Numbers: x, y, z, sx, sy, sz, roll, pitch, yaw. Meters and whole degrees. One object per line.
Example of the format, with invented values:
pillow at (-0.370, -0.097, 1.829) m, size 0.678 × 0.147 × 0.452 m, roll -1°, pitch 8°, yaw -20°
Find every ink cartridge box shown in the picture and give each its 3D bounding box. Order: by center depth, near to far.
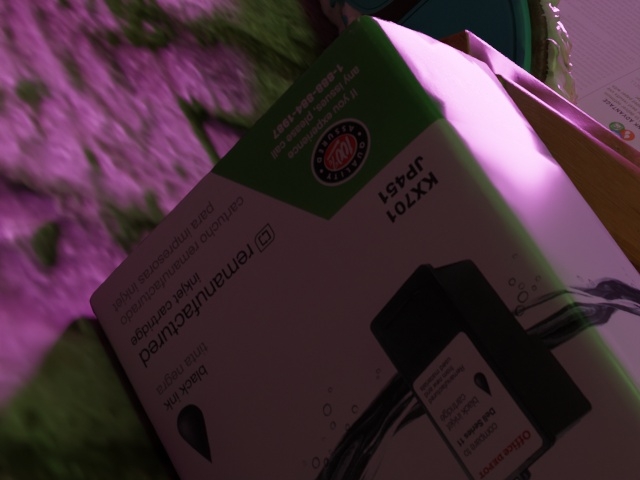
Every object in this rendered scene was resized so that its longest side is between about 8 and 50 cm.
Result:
ink cartridge box at (0.036, 0.057, 0.483) m, size 0.087 × 0.153 × 0.208 m, roll 14°, pitch 38°, yaw -54°
ink cartridge box at (0.194, -0.080, 1.060) m, size 0.255 × 0.097 × 0.189 m, roll -27°, pitch 56°, yaw -29°

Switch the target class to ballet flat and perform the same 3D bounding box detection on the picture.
ballet flat at (0.090, -0.122, 0.916) m, size 0.147 × 0.147 × 0.409 m, roll 34°, pitch 25°, yaw -31°

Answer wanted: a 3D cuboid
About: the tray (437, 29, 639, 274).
tray at (0.172, 0.076, 0.715) m, size 0.411 × 0.076 × 0.203 m, roll 24°, pitch 54°, yaw -44°
